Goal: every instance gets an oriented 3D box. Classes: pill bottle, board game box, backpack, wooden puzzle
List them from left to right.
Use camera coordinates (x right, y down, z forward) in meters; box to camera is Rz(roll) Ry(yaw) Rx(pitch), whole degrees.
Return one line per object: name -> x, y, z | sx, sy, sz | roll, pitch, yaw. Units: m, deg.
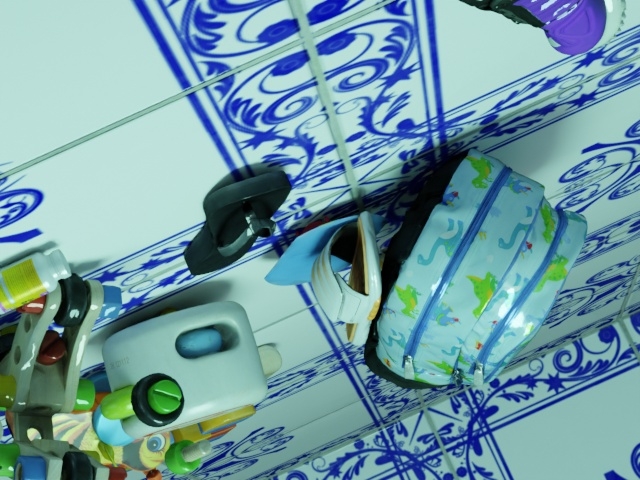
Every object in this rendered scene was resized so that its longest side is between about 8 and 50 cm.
pill bottle -> -0.295, 0.039, 1.685 | 0.083, 0.043, 0.043 | -25, 166, 2
wooden puzzle -> -0.241, 0.295, 2.614 | 0.322, 0.080, 0.348 | -17, 164, -26
board game box -> 0.000, 0.000, 2.054 | 0.133, 0.033, 0.169 | -10, 154, -32
backpack -> 0.186, 0.033, 2.042 | 0.290, 0.273, 0.355 | -54, 157, -17

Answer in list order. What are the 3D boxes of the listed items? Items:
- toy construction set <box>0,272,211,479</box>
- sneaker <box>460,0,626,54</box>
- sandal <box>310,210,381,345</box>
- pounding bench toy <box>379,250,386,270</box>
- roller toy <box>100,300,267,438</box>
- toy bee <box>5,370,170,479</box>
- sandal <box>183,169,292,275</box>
toy construction set -> -0.334, 0.195, 1.791 | 0.309, 0.257, 0.237 | -22, 175, -39
sneaker -> 0.175, -0.230, 1.401 | 0.146, 0.102, 0.293 | -20, 161, -1
sandal -> 0.026, 0.061, 2.036 | 0.076, 0.102, 0.265 | -3, 151, -6
pounding bench toy -> 0.097, 0.045, 2.324 | 0.065, 0.052, 0.083 | -24, 166, 0
roller toy -> -0.171, 0.156, 2.099 | 0.191, 0.146, 0.209 | -18, 173, 13
toy bee -> -0.265, 0.266, 2.244 | 0.298, 0.162, 0.195 | -3, -157, 0
sandal -> -0.084, -0.011, 1.827 | 0.097, 0.054, 0.254 | -19, 165, -19
